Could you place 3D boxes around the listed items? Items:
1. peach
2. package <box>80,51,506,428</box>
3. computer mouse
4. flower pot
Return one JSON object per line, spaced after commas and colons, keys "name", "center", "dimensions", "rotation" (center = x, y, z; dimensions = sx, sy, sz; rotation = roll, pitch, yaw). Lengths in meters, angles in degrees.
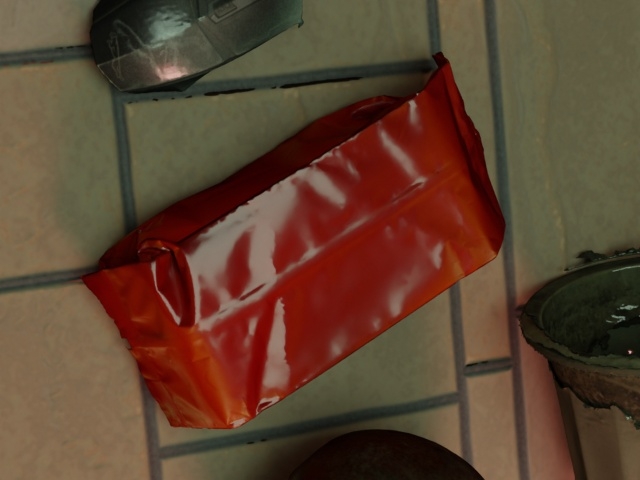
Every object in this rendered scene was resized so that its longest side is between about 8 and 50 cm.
{"name": "peach", "center": [0.055, 0.298, 1.759], "dimensions": [0.252, 0.252, 0.252], "rotation": [-2, 96, -24]}
{"name": "package", "center": [-0.001, 0.000, 1.764], "dimensions": [0.424, 0.123, 0.196], "rotation": [-31, 109, -17]}
{"name": "computer mouse", "center": [-0.105, -0.211, 1.724], "dimensions": [0.231, 0.071, 0.126], "rotation": [-29, 106, -20]}
{"name": "flower pot", "center": [0.348, 0.168, 1.869], "dimensions": [0.290, 0.290, 0.259], "rotation": [-16, 111, -22]}
